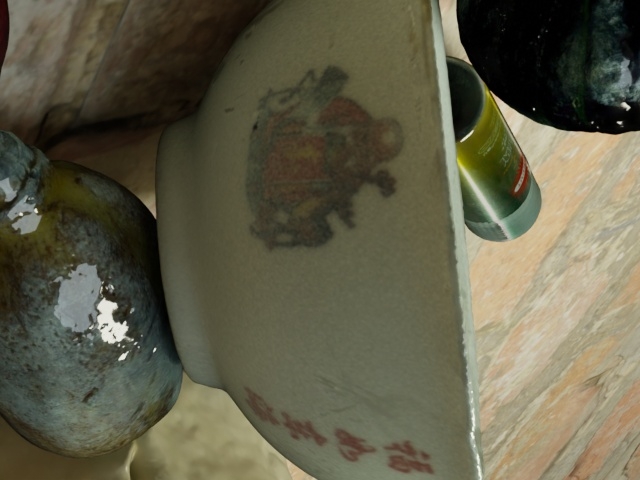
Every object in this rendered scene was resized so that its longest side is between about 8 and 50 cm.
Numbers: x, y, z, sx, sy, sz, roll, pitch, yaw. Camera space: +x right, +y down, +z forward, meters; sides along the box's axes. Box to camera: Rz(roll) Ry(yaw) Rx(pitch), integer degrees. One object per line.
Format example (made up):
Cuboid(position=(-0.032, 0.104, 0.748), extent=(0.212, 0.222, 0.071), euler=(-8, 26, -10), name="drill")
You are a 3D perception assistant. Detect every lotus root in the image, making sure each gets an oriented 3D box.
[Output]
Cuboid(position=(-0.163, 0.036, 1.211), extent=(0.158, 0.140, 0.322), euler=(-58, 162, -26), name="lotus root")

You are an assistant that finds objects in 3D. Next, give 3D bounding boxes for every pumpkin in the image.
Cuboid(position=(0.214, -0.175, 1.349), extent=(0.233, 0.233, 0.163), euler=(-28, 129, -29), name="pumpkin")

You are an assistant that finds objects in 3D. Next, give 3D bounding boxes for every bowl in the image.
Cuboid(position=(0.000, 0.000, 1.234), extent=(0.196, 0.435, 0.435), euler=(-7, 156, 5), name="bowl")

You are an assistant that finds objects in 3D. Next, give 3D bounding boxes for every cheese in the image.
Cuboid(position=(-0.178, 0.236, 1.441), extent=(0.332, 0.153, 0.292), euler=(-30, 150, 11), name="cheese")

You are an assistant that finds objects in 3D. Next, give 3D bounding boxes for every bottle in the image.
Cuboid(position=(0.132, -0.073, 1.578), extent=(0.082, 0.082, 0.286), euler=(-42, 158, 1), name="bottle")

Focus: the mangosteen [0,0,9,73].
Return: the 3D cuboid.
Cuboid(position=(-0.230, -0.111, 0.843), extent=(0.172, 0.172, 0.184), euler=(-33, 134, -19), name="mangosteen")
